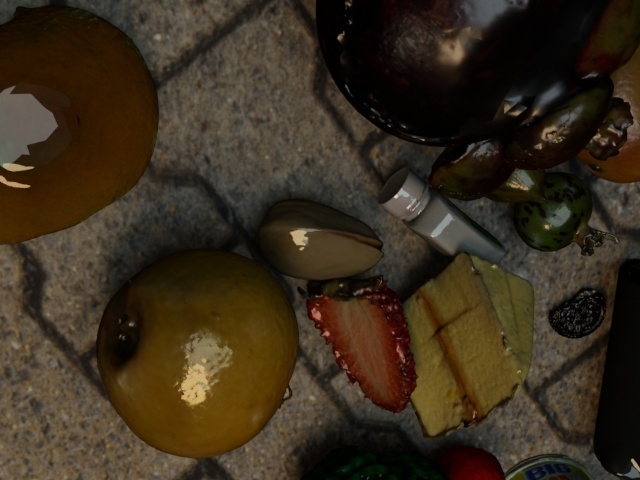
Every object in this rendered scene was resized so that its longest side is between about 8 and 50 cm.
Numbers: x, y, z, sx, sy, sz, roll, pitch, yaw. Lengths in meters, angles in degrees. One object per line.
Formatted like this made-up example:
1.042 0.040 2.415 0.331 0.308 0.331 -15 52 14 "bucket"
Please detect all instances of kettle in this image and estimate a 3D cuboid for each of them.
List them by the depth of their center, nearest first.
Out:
0.541 0.195 1.498 0.203 0.262 0.308 13 108 20 "kettle"

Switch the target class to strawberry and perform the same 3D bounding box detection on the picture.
0.068 0.135 1.390 0.087 0.167 0.208 -39 121 -43 "strawberry"

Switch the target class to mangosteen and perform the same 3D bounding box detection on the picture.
0.190 -0.269 1.188 0.381 0.381 0.421 -38 122 -1 "mangosteen"

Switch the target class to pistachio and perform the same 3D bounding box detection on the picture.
0.000 0.000 1.335 0.185 0.126 0.108 10 71 -24 "pistachio"

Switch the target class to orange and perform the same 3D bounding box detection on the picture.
-0.355 -0.131 1.195 0.334 0.196 0.262 -25 122 -19 "orange"

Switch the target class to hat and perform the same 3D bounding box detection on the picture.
0.124 0.397 1.437 0.332 0.242 0.274 -30 147 -26 "hat"

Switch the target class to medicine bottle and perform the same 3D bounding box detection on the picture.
0.169 -0.024 1.365 0.183 0.119 0.069 36 98 -18 "medicine bottle"

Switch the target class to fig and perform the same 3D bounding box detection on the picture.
0.268 -0.094 1.349 0.103 0.155 0.109 -42 145 7 "fig"

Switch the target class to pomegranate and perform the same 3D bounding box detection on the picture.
0.351 -0.030 1.396 0.161 0.122 0.122 38 95 21 "pomegranate"

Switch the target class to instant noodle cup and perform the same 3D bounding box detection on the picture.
0.384 0.463 1.528 0.205 0.153 0.205 -4 105 -14 "instant noodle cup"

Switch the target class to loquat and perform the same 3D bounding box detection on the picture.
-0.151 0.148 1.258 0.275 0.275 0.275 -3 105 -12 "loquat"

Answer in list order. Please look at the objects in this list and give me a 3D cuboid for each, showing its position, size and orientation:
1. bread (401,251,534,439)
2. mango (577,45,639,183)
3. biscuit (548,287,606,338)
0.180 0.158 1.335 0.135 0.178 0.240 26 138 -18 "bread"
0.425 -0.207 1.369 0.175 0.139 0.254 -10 99 -23 "mango"
0.398 0.113 1.502 0.089 0.027 0.087 17 101 -16 "biscuit"
